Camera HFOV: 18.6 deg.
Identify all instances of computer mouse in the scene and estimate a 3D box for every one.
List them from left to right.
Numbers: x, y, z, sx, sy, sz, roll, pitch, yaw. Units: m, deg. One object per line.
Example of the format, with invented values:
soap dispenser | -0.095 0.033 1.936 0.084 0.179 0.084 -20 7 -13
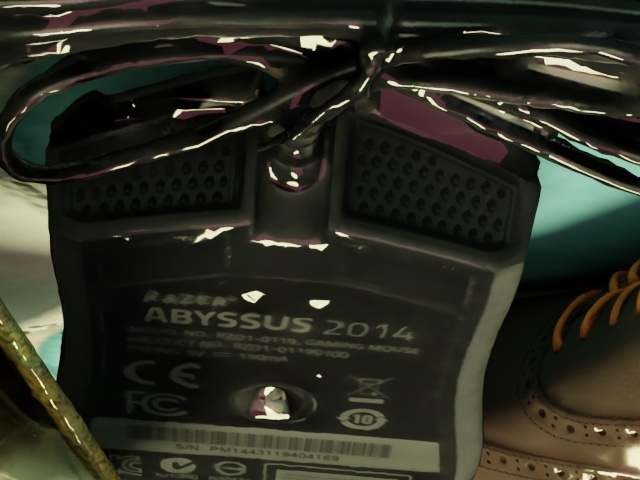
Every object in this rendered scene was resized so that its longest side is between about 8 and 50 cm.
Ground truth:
computer mouse | 0.000 0.000 0.492 0.189 0.072 0.272 6 148 -7

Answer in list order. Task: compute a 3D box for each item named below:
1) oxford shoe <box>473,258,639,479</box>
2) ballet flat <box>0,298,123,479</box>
oxford shoe | 0.105 0.029 0.565 0.271 0.097 0.098 -3 129 30
ballet flat | -0.107 0.032 0.389 0.123 0.123 0.348 -4 143 15
